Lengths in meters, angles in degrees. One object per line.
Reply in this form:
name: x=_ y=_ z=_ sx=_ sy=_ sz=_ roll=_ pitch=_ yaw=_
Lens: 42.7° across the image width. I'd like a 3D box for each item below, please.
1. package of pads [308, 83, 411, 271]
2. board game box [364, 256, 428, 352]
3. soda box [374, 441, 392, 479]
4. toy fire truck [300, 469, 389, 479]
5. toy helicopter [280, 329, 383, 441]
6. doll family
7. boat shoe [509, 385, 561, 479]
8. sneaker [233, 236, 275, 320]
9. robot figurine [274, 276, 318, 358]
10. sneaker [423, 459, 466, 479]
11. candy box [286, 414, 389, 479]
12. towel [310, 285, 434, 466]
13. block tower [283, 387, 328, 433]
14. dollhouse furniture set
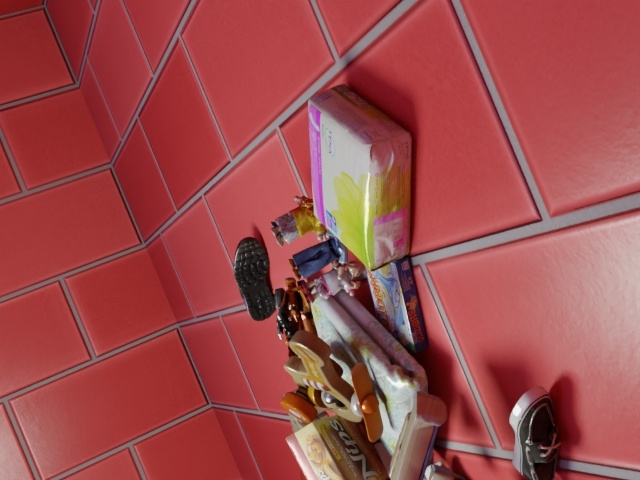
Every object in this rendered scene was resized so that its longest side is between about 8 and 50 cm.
package of pads: x=0.074 y=-0.114 z=1.543 sx=0.229 sy=0.101 sz=0.296 roll=45 pitch=149 yaw=44
board game box: x=0.150 y=0.116 z=1.669 sx=0.136 sy=0.035 sz=0.201 roll=23 pitch=132 yaw=60
soda box: x=0.211 y=0.550 z=1.887 sx=0.216 sy=0.074 sz=0.069 roll=63 pitch=157 yaw=9
toy fire truck: x=0.047 y=0.679 z=2.164 sx=0.302 sy=0.169 sz=0.254 roll=51 pitch=140 yaw=18
toy helicopter: x=0.020 y=0.290 z=1.681 sx=0.235 sy=0.140 sz=0.355 roll=25 pitch=156 yaw=26
doll family: x=0.000 y=0.000 z=1.752 sx=0.263 sy=0.163 sz=0.118 roll=62 pitch=-176 yaw=17
boat shoe: x=0.364 y=0.327 z=1.347 sx=0.070 sy=0.078 sz=0.219 roll=45 pitch=157 yaw=44
sneaker: x=-0.213 y=0.097 z=2.384 sx=0.124 sy=0.107 sz=0.283 roll=-130 pitch=28 yaw=-49
robot figurine: x=-0.028 y=0.229 z=2.031 sx=0.085 sy=0.211 sz=0.291 roll=-15 pitch=91 yaw=23
sneaker: x=0.290 y=0.547 z=1.716 sx=0.185 sy=0.069 sz=0.084 roll=45 pitch=118 yaw=6
candy box: x=0.058 y=0.510 z=1.939 sx=0.183 sy=0.087 sz=0.316 roll=59 pitch=-163 yaw=17
towel: x=0.114 y=0.298 z=1.799 sx=0.374 sy=0.090 sz=0.320 roll=44 pitch=157 yaw=44
block tower: x=-0.017 y=0.594 z=2.415 sx=0.097 sy=0.091 sz=0.335 roll=33 pitch=140 yaw=55
dollhouse furniture set: x=0.293 y=0.414 z=1.484 sx=0.286 sy=0.303 sz=0.198 roll=-42 pitch=-31 yaw=-81
